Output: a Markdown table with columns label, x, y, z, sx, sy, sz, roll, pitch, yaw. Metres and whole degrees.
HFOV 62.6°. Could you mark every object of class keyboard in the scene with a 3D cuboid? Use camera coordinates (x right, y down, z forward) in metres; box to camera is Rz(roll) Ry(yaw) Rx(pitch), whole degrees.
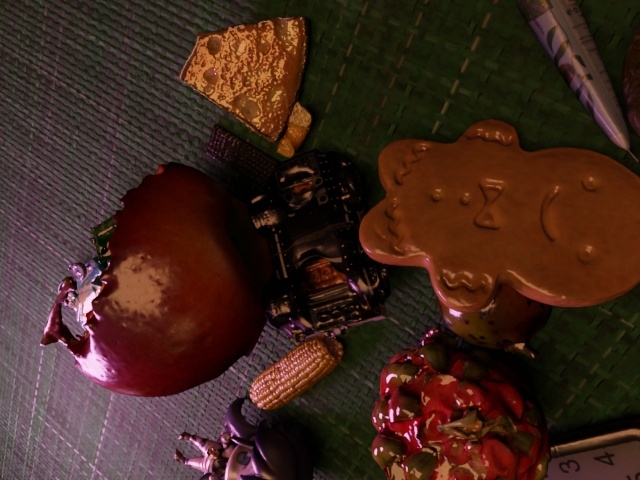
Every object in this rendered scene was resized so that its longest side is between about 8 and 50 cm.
| label | x | y | z | sx | sy | sz | roll | pitch | yaw |
| --- | --- | --- | --- | --- | --- | --- | --- | --- | --- |
| keyboard | -0.122 | -0.136 | 0.941 | 0.204 | 0.013 | 0.061 | 32 | 117 | 17 |

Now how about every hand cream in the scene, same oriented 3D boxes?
| label | x | y | z | sx | sy | sz | roll | pitch | yaw |
| --- | --- | --- | --- | --- | --- | --- | --- | --- | --- |
| hand cream | 0.314 | -0.214 | 0.638 | 0.058 | 0.091 | 0.272 | -29 | 86 | 28 |

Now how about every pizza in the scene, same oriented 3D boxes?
| label | x | y | z | sx | sy | sz | roll | pitch | yaw |
| --- | --- | --- | --- | --- | --- | --- | --- | --- | --- |
| pizza | -0.108 | -0.291 | 0.860 | 0.188 | 0.081 | 0.204 | 28 | 108 | -6 |

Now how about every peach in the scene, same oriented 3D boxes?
| label | x | y | z | sx | sy | sz | roll | pitch | yaw |
| --- | --- | --- | --- | --- | --- | --- | --- | --- | --- |
| peach | -0.234 | 0.084 | 0.886 | 0.309 | 0.335 | 0.406 | 30 | 111 | -13 |

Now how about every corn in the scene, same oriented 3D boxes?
| label | x | y | z | sx | sy | sz | roll | pitch | yaw |
| --- | --- | --- | --- | --- | --- | --- | --- | --- | --- |
| corn | -0.049 | 0.248 | 0.976 | 0.238 | 0.080 | 0.080 | -41 | 83 | 33 |

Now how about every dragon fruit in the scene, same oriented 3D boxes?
| label | x | y | z | sx | sy | sz | roll | pitch | yaw |
| --- | --- | --- | --- | --- | --- | --- | --- | --- | --- |
| dragon fruit | 0.182 | 0.259 | 0.748 | 0.237 | 0.302 | 0.231 | 32 | 90 | -7 |

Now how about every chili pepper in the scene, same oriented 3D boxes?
| label | x | y | z | sx | sy | sz | roll | pitch | yaw |
| --- | --- | --- | --- | --- | --- | --- | --- | --- | --- |
| chili pepper | -0.378 | -0.026 | 1.064 | 0.224 | 0.061 | 0.098 | -23 | 62 | 17 |

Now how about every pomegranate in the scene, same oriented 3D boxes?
| label | x | y | z | sx | sy | sz | roll | pitch | yaw |
| --- | --- | --- | --- | --- | --- | --- | --- | --- | --- |
| pomegranate | 0.233 | 0.046 | 0.720 | 0.156 | 0.156 | 0.220 | -10 | 90 | 31 |

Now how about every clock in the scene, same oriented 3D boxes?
| label | x | y | z | sx | sy | sz | roll | pitch | yaw |
| --- | --- | --- | --- | --- | --- | --- | --- | --- | --- |
| clock | 0.414 | 0.413 | 0.783 | 0.278 | 0.049 | 0.274 | -29 | 88 | 32 |

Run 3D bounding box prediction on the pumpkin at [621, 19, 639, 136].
| label | x | y | z | sx | sy | sz | roll | pitch | yaw |
| --- | --- | --- | --- | --- | --- | --- | --- | --- | --- |
| pumpkin | 0.431 | -0.167 | 0.507 | 0.260 | 0.189 | 0.261 | 0 | 90 | 36 |

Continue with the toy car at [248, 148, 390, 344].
| label | x | y | z | sx | sy | sz | roll | pitch | yaw |
| --- | --- | --- | --- | --- | --- | --- | --- | --- | --- |
| toy car | 0.001 | -0.001 | 0.815 | 0.193 | 0.118 | 0.301 | -19 | 66 | 17 |

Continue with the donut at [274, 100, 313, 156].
| label | x | y | z | sx | sy | sz | roll | pitch | yaw |
| --- | --- | --- | --- | --- | --- | --- | --- | --- | --- |
| donut | -0.041 | -0.177 | 0.858 | 0.037 | 0.067 | 0.083 | 29 | 84 | 0 |

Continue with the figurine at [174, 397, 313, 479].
| label | x | y | z | sx | sy | sz | roll | pitch | yaw |
| --- | --- | --- | --- | --- | --- | --- | --- | --- | --- |
| figurine | -0.138 | 0.430 | 1.015 | 0.265 | 0.197 | 0.175 | 22 | 117 | 44 |

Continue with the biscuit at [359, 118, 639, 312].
| label | x | y | z | sx | sy | sz | roll | pitch | yaw |
| --- | --- | --- | --- | --- | --- | --- | --- | --- | --- |
| biscuit | 0.231 | -0.034 | 0.662 | 0.354 | 0.052 | 0.275 | 13 | 68 | 18 |

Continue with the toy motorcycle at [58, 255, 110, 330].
| label | x | y | z | sx | sy | sz | roll | pitch | yaw |
| --- | --- | --- | --- | --- | --- | --- | --- | --- | --- |
| toy motorcycle | -0.473 | 0.127 | 1.162 | 0.296 | 0.109 | 0.198 | -32 | 90 | 33 |
